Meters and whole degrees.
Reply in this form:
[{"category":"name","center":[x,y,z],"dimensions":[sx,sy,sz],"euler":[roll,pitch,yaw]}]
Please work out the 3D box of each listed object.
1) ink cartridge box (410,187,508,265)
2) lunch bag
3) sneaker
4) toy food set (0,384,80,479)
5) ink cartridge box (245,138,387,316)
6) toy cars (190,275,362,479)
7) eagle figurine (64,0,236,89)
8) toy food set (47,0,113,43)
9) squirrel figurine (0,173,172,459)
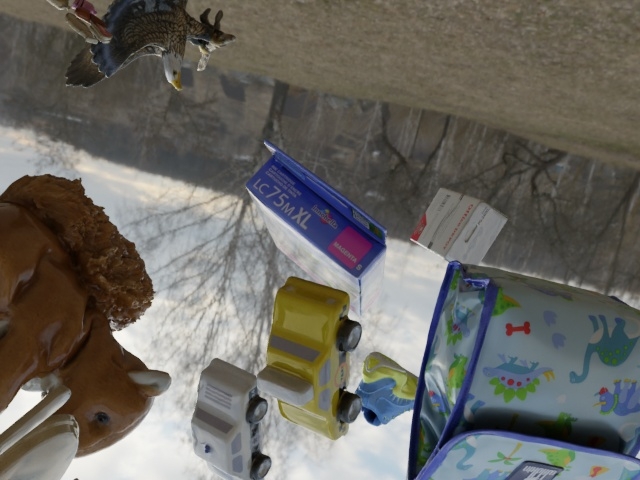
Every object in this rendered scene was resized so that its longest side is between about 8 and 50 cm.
[{"category":"ink cartridge box","center":[0.226,-0.019,0.960],"dimensions":[0.063,0.109,0.150],"euler":[30,-175,-18]},{"category":"lunch bag","center":[0.132,0.102,0.367],"dimensions":[0.128,0.151,0.096],"euler":[13,-172,-7]},{"category":"sneaker","center":[0.140,0.310,1.138],"dimensions":[0.240,0.126,0.091],"euler":[39,170,-38]},{"category":"toy food set","center":[-0.239,0.178,0.424],"dimensions":[0.038,0.192,0.132],"euler":[35,-135,14]},{"category":"ink cartridge box","center":[0.000,0.000,0.773],"dimensions":[0.186,0.065,0.311],"euler":[39,167,14]},{"category":"toy cars","center":[-0.075,0.201,0.693],"dimensions":[0.176,0.394,0.087],"euler":[51,-140,10]},{"category":"eagle figurine","center":[-0.324,-0.388,1.103],"dimensions":[0.298,0.226,0.225],"euler":[-9,-131,-33]},{"category":"toy food set","center":[-0.331,-0.315,0.798],"dimensions":[0.122,0.019,0.078],"euler":[44,-158,9]},{"category":"squirrel figurine","center":[-0.382,0.112,0.871],"dimensions":[0.370,0.281,0.397],"euler":[40,-136,-13]}]
